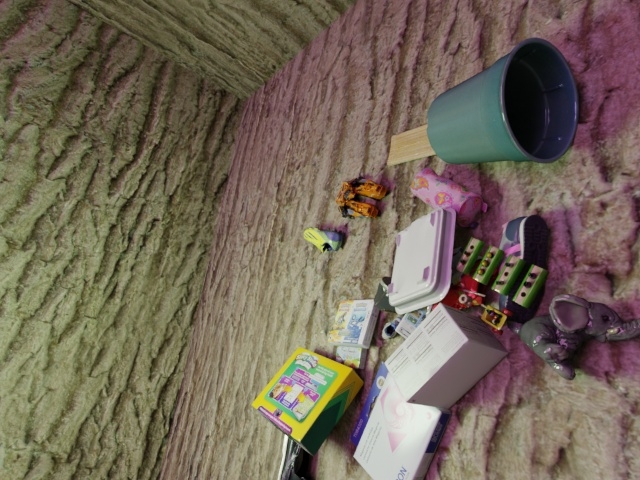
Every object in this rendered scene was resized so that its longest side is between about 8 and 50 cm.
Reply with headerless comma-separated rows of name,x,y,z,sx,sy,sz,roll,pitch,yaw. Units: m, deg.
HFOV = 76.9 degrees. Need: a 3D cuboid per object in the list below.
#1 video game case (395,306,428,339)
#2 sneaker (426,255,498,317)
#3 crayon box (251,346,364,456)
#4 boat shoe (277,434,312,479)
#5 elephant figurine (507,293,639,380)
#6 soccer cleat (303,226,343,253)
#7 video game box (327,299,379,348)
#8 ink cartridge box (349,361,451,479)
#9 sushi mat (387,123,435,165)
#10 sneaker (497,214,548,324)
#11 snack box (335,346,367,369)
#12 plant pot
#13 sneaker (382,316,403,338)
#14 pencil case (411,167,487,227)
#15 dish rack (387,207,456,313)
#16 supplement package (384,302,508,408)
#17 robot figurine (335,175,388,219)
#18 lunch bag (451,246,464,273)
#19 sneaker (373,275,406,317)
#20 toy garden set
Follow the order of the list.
video game case,0.349,0.288,1.332,0.157,0.019,0.143,36,103,27
sneaker,0.436,0.171,1.232,0.279,0.107,0.118,-50,45,3
crayon box,-0.057,0.604,1.577,0.313,0.106,0.363,-46,26,-26
boat shoe,-0.086,0.905,1.568,0.113,0.127,0.339,-5,64,28
elephant figurine,0.625,0.205,0.973,0.239,0.186,0.169,-49,-5,10
soccer cleat,-0.001,0.000,1.953,0.289,0.094,0.121,3,82,55
video game box,0.134,0.328,1.602,0.205,0.048,0.187,-14,46,50
ink cartridge box,0.230,0.620,1.334,0.330,0.072,0.323,23,92,54
sushi mat,0.407,-0.406,1.677,0.317,0.019,0.151,-4,68,52
sneaker,0.559,0.087,1.161,0.131,0.112,0.318,170,117,-74
snack box,0.121,0.450,1.595,0.141,0.037,0.100,-11,62,51
plant pot,0.535,-0.383,1.252,0.334,0.341,0.340,0,73,62
sneaker,0.247,0.320,1.442,0.052,0.058,0.135,49,142,19
pencil case,0.443,-0.155,1.417,0.124,0.124,0.284,-59,37,14
dish rack,0.318,0.059,1.328,0.285,0.072,0.332,-42,29,58
supplement package,0.363,0.344,1.177,0.261,0.204,0.145,-54,35,20
robot figurine,0.172,-0.196,1.826,0.291,0.085,0.211,21,89,55
lunch bag,0.444,0.066,1.351,0.071,0.053,0.083,-23,46,44
sneaker,0.284,0.243,1.469,0.222,0.083,0.118,52,137,41
toy garden set,0.459,0.119,1.114,0.244,0.049,0.203,36,103,54
